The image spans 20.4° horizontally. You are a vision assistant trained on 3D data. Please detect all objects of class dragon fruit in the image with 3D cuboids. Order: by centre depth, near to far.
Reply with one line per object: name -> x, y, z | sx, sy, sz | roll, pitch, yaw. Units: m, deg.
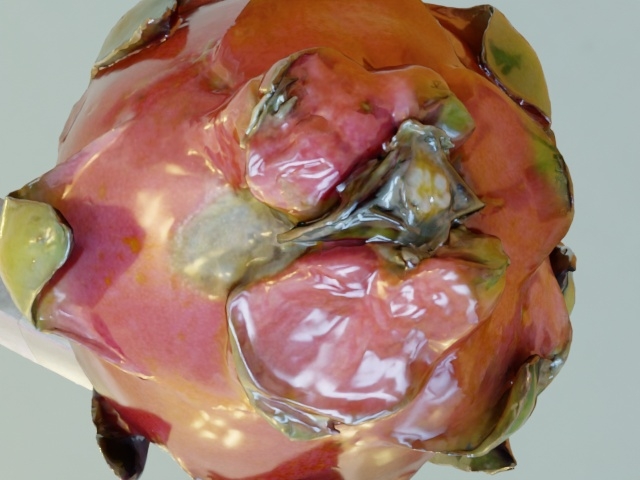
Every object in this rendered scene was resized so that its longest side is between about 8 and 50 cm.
dragon fruit -> -0.001, 0.001, 0.667 | 0.224, 0.224, 0.227 | 53, -170, -13

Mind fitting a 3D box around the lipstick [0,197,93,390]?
lipstick -> -0.095, 0.058, 0.995 | 0.317, 0.066, 0.068 | 24, 159, 16
